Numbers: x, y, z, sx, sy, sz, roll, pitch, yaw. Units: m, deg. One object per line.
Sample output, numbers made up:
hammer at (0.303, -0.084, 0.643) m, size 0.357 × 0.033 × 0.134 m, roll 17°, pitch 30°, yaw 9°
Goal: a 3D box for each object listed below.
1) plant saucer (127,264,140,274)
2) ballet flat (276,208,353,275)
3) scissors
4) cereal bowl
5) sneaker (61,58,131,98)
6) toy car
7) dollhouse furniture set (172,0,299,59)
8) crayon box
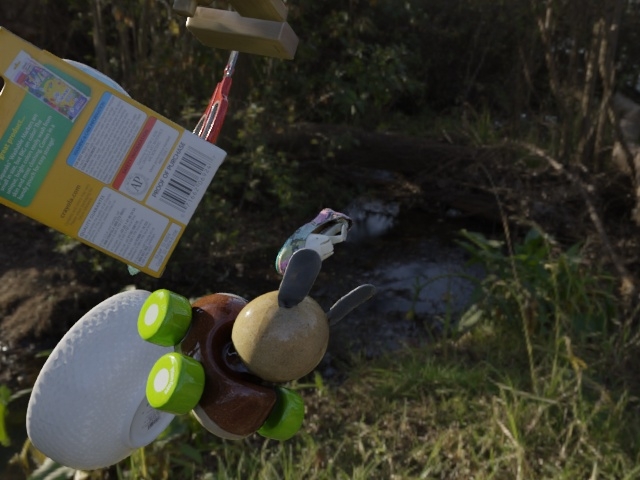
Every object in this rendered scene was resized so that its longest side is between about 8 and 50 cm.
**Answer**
plant saucer at (-0.371, 0.014, 1.401) m, size 0.021 × 0.119 × 0.119 m, roll 9°, pitch 22°, yaw 1°
ballet flat at (0.000, 0.000, 1.262) m, size 0.079 × 0.076 × 0.221 m, roll 2°, pitch 26°, yaw 28°
scissors at (-0.154, -0.276, 1.146) m, size 0.021 × 0.297 × 0.109 m, roll 26°, pitch -12°, yaw -24°
cereal bowl at (-0.341, 0.264, 1.210) m, size 0.141 × 0.338 × 0.339 m, roll 25°, pitch 30°, yaw 20°
sneaker at (-0.422, -0.240, 1.377) m, size 0.366 × 0.135 × 0.150 m, roll 37°, pitch 2°, yaw -13°
toy car at (-0.047, 0.079, 0.626) m, size 0.155 × 0.188 × 0.148 m, roll 28°, pitch 28°, yaw -41°
dollhouse furniture set at (-0.074, -0.281, 0.698) m, size 0.144 × 0.123 × 0.151 m, roll 14°, pitch -6°, yaw 19°
crayon box at (-0.321, -0.112, 0.923) m, size 0.323 × 0.203 × 0.083 m, roll 29°, pitch -1°, yaw -20°
